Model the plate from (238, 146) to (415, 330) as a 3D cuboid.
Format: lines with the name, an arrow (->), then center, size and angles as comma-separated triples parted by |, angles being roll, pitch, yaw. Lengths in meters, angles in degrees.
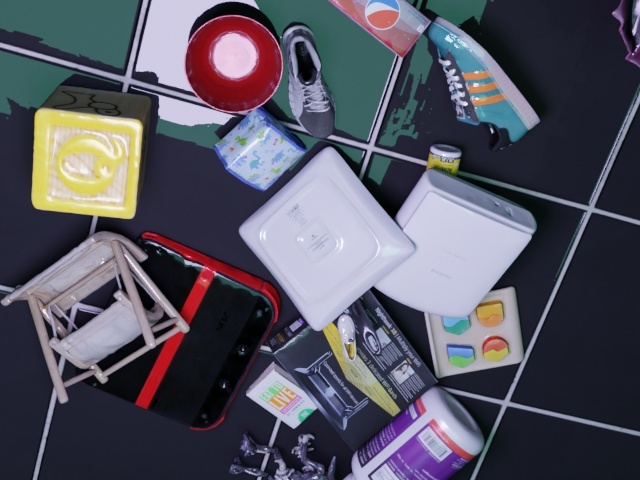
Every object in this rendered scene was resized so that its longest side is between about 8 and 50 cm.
plate -> 0.000, 0.000, 1.772 | 0.277, 0.045, 0.278 | -41, 81, 20

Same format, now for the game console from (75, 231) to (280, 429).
game console -> -0.302, 0.207, 1.911 | 0.342, 0.060, 0.386 | 26, 107, -8

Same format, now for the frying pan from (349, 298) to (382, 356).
frying pan -> 0.061, 0.058, 1.818 | 0.326, 0.053, 0.197 | 41, 96, 8

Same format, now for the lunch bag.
lunch bag -> -0.113, -0.174, 1.748 | 0.129, 0.096, 0.151 | -42, 139, 12

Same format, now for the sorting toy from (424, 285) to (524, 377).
sorting toy -> 0.345, 0.209, 1.970 | 0.208, 0.038, 0.192 | -13, 112, 0

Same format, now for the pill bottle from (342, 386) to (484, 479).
pill bottle -> 0.198, 0.491, 1.995 | 0.181, 0.181, 0.323 | 41, 104, -18

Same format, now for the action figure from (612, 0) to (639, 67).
action figure -> 0.619, -0.483, 1.590 | 0.276, 0.370, 0.248 | 37, 147, -14

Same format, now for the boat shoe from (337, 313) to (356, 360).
boat shoe -> 0.058, 0.203, 1.837 | 0.035, 0.035, 0.100 | -8, 106, -14

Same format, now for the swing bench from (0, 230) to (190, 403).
swing bench -> -0.450, 0.144, 1.780 | 0.253, 0.165, 0.254 | -32, 87, 19

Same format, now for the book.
book -> -0.082, 0.352, 1.997 | 0.144, 0.035, 0.096 | 38, 108, -19

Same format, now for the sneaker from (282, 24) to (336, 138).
sneaker -> -0.023, -0.288, 1.686 | 0.086, 0.132, 0.228 | -17, 112, 2

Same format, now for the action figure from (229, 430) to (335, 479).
action figure -> -0.057, 0.520, 2.010 | 0.276, 0.141, 0.164 | 20, 107, 4

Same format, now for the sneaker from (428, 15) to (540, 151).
sneaker -> 0.296, -0.296, 1.724 | 0.121, 0.108, 0.302 | -43, 111, 7

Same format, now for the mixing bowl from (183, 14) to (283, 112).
mixing bowl -> -0.163, -0.340, 1.671 | 0.182, 0.098, 0.181 | -2, 113, -4

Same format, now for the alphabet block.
alphabet block -> -0.425, -0.170, 1.664 | 0.193, 0.197, 0.193 | 5, 112, -7

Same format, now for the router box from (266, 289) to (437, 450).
router box -> 0.071, 0.264, 1.920 | 0.243, 0.081, 0.308 | -38, 111, -4

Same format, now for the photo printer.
photo printer -> 0.251, 0.024, 1.814 | 0.256, 0.107, 0.307 | 23, 128, -12

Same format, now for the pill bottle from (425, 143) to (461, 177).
pill bottle -> 0.246, -0.133, 1.808 | 0.065, 0.065, 0.116 | 5, 113, -7

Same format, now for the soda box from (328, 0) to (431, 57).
soda box -> 0.074, -0.458, 1.653 | 0.263, 0.083, 0.092 | 35, 104, -16
